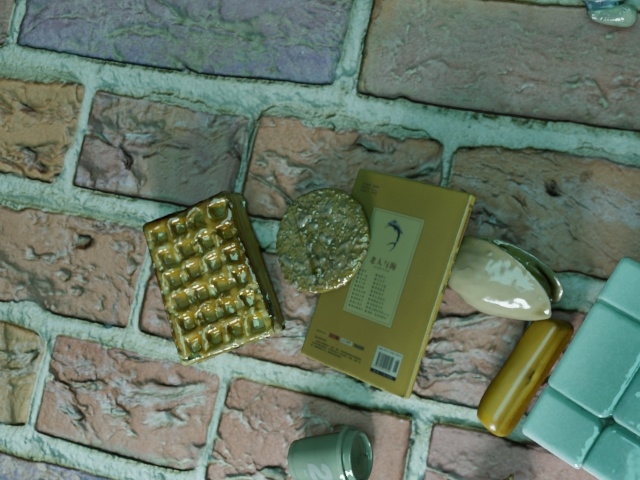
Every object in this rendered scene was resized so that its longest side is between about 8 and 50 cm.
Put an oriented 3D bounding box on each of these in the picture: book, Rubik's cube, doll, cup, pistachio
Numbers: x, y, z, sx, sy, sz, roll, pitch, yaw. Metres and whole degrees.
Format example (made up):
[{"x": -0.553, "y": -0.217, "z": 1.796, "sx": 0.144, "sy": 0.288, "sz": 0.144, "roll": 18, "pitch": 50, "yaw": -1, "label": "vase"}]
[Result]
[{"x": 0.118, "y": 0.069, "z": 1.582, "sx": 0.269, "sy": 0.032, "sz": 0.389, "roll": 19, "pitch": 90, "yaw": 40, "label": "book"}, {"x": 0.553, "y": 0.253, "z": 1.318, "sx": 0.316, "sy": 0.318, "sz": 0.322, "roll": 30, "pitch": 91, "yaw": 31, "label": "Rubik's cube"}, {"x": 0.518, "y": -0.487, "z": 1.560, "sx": 0.103, "sy": 0.071, "sz": 0.214, "roll": -20, "pitch": 88, "yaw": 25, "label": "doll"}, {"x": 0.016, "y": 0.407, "z": 1.592, "sx": 0.141, "sy": 0.120, "sz": 0.120, "roll": -6, "pitch": 83, "yaw": 27, "label": "cup"}, {"x": 0.321, "y": 0.070, "z": 1.523, "sx": 0.223, "sy": 0.126, "sz": 0.152, "roll": 28, "pitch": 137, "yaw": 22, "label": "pistachio"}]

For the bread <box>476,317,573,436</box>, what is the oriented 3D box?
[{"x": 0.363, "y": 0.237, "z": 1.520, "sx": 0.074, "sy": 0.092, "sz": 0.239, "roll": 34, "pitch": 93, "yaw": 36, "label": "bread"}]

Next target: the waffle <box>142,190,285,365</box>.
[{"x": -0.215, "y": 0.072, "z": 1.696, "sx": 0.212, "sy": 0.091, "sz": 0.308, "roll": -21, "pitch": 81, "yaw": 12, "label": "waffle"}]

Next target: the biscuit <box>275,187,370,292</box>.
[{"x": 0.001, "y": 0.000, "z": 1.645, "sx": 0.219, "sy": 0.033, "sz": 0.220, "roll": -9, "pitch": 74, "yaw": 32, "label": "biscuit"}]

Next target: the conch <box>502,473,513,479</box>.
[{"x": 0.273, "y": 0.549, "z": 1.518, "sx": 0.093, "sy": 0.109, "sz": 0.330, "roll": 54, "pitch": 126, "yaw": 51, "label": "conch"}]
